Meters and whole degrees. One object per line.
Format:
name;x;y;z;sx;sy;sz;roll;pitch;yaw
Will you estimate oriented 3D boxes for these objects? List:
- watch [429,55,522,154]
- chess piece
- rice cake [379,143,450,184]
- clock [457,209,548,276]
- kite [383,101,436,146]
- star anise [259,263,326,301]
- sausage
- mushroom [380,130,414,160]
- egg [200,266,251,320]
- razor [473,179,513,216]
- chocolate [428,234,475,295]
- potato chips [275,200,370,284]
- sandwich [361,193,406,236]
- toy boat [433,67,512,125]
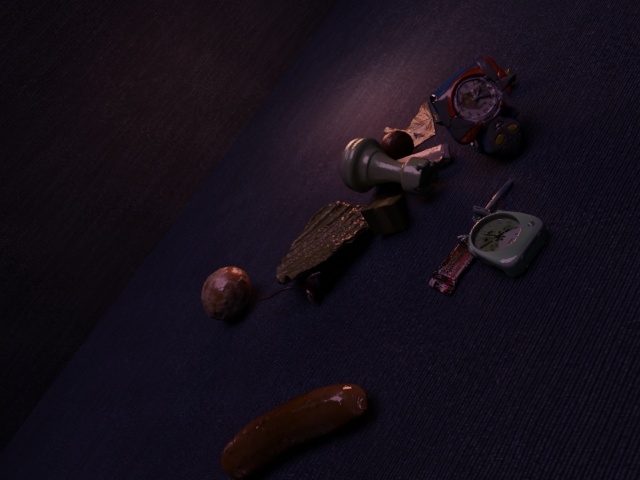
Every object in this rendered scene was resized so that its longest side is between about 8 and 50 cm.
watch;0.494;-0.383;1.548;0.241;0.305;0.274;-40;2;8
chess piece;0.234;-0.234;1.681;0.299;0.194;0.194;19;70;38
rice cake;0.302;-0.260;1.780;0.365;0.056;0.072;-13;62;44
clock;0.457;-0.006;1.292;0.159;0.066;0.211;-48;36;-10
kite;0.336;-0.419;1.958;0.335;0.011;0.314;-53;32;-8
star anise;-0.103;0.147;1.726;0.228;0.218;0.148;6;50;3
sausage;-0.081;0.505;1.358;0.501;0.123;0.136;-35;36;20
mushroom;0.279;-0.344;1.837;0.127;0.127;0.087;-44;19;7
egg;-0.367;0.207;1.975;0.233;0.195;0.195;-56;30;12
razor;0.499;-0.120;1.416;0.135;0.040;0.068;-46;32;-9
chocolate;0.374;0.065;1.369;0.182;0.028;0.086;-50;41;-9
potato chips;0.000;0.000;1.794;0.429;0.070;0.358;-40;22;-9
sandwich;0.210;-0.124;1.648;0.117;0.144;0.187;-13;44;19
toy boat;0.534;-0.484;1.744;0.293;0.055;0.093;-29;36;30
